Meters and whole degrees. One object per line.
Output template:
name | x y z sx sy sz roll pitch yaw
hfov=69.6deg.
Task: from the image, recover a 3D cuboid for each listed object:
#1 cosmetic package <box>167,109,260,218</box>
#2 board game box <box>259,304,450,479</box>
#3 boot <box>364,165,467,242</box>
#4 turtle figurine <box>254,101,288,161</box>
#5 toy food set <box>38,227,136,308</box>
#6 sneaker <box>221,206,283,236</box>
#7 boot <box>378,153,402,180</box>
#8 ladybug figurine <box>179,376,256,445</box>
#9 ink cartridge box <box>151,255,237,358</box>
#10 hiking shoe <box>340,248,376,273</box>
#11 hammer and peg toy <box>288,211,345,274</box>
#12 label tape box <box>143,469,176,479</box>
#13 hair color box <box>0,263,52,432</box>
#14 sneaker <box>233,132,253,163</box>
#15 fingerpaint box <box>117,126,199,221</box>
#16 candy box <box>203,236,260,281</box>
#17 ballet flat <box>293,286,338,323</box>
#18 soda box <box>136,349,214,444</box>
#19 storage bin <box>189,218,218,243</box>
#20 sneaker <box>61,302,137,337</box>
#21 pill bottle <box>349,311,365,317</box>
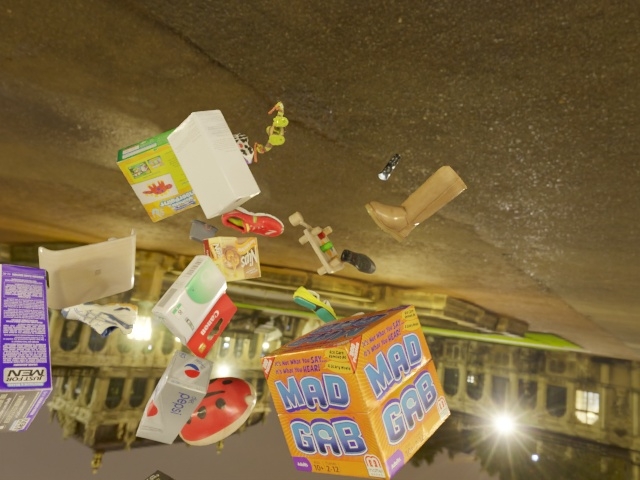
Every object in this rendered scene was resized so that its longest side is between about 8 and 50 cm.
cosmetic package | -0.438 -0.310 1.889 0.217 0.385 0.156 -24 -177 39
board game box | 0.107 0.440 1.389 0.356 0.357 0.356 -20 177 42
boot | 0.287 -0.132 1.394 0.269 0.089 0.236 -41 145 14
turtle figurine | -0.186 -0.427 1.853 0.087 0.270 0.217 24 -173 -20
toy food set | -0.761 0.084 1.534 0.092 0.220 0.306 33 -148 32
sneaker | -0.304 -0.063 2.044 0.278 0.107 0.118 14 -150 0
boot | 0.296 -0.312 1.951 0.045 0.099 0.121 37 170 3
ladybug figurine | -0.484 0.736 2.048 0.449 0.305 0.162 -25 122 23
ink cartridge box | -0.292 0.176 1.159 0.056 0.181 0.225 4 138 36
hiking shoe | 0.207 0.104 2.268 0.114 0.086 0.226 15 -170 -42
hammer and peg toy | 0.000 0.000 2.384 0.127 0.361 0.266 -33 171 17
label tape box | -0.646 0.959 1.647 0.347 0.115 0.249 -4 -164 44
hair color box | -0.713 0.243 1.069 0.110 0.339 0.185 15 127 -42
sneaker | -0.337 -0.395 1.983 0.068 0.170 0.071 -15 148 -18
fingerpaint box | -0.719 -0.350 2.322 0.444 0.163 0.371 -23 129 -5
candy box | -0.371 0.080 1.976 0.087 0.183 0.316 -7 177 19
ballet flat | -0.008 0.269 1.929 0.231 0.077 0.077 35 138 -13
soda box | -0.361 0.391 1.131 0.098 0.091 0.286 24 127 -17
storage bin | -0.600 -0.038 2.357 0.135 0.091 0.098 25 156 -33
sneaker | -0.866 0.309 1.788 0.296 0.131 0.112 0 167 6
pill bottle | 0.182 0.431 1.801 0.152 0.272 0.152 -30 158 -14
